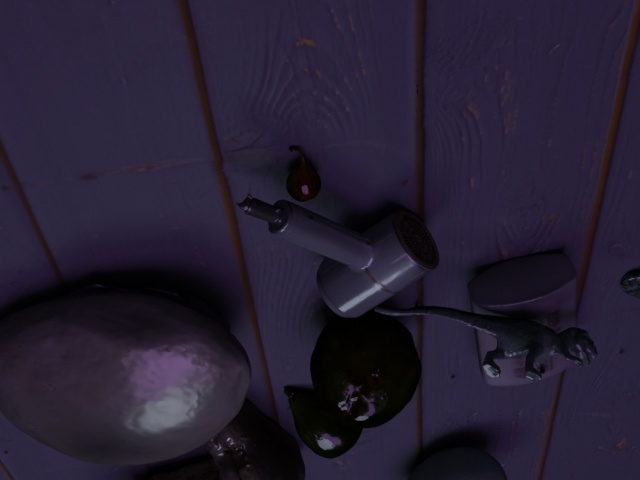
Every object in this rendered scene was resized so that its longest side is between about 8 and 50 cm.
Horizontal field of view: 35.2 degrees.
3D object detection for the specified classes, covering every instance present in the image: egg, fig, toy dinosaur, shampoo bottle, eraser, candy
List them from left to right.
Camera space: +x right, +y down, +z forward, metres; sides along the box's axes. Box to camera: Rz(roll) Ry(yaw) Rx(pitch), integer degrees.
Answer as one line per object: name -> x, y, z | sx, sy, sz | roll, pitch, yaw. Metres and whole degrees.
candy -> -0.314, 0.233, 1.621 | 0.427, 0.186, 0.386 | -21, 134, 24
shampoo bottle -> -0.215, 0.119, 1.628 | 0.080, 0.040, 0.165 | -17, 142, 17
fig -> -0.027, -0.093, 1.408 | 0.050, 0.050, 0.083 | -10, 124, 1
fig -> -0.005, 0.339, 1.902 | 0.117, 0.117, 0.177 | -35, 125, 28
fig -> 0.076, 0.219, 1.710 | 0.195, 0.195, 0.245 | -10, 170, 1
egg -> 0.276, 0.535, 2.127 | 0.183, 0.183, 0.264 | 23, 136, -34
toy dinosaur -> 0.278, 0.168, 1.580 | 0.383, 0.129, 0.076 | 13, 131, -17
eraser -> 0.350, 0.142, 1.731 | 0.174, 0.095, 0.270 | -14, 142, 3

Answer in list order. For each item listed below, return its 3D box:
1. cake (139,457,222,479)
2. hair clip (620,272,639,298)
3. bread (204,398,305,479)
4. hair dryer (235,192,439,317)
cake -> -0.248, 0.618, 2.039 | 0.255, 0.290, 0.282 | -17, 140, 8
hair clip -> 0.622, 0.098, 1.775 | 0.229, 0.036, 0.066 | 13, 143, -26
bread -> -0.121, 0.420, 1.913 | 0.102, 0.183, 0.337 | -28, 139, 10
hair dryer -> 0.000, 0.000, 1.452 | 0.173, 0.108, 0.357 | -36, 140, 28
